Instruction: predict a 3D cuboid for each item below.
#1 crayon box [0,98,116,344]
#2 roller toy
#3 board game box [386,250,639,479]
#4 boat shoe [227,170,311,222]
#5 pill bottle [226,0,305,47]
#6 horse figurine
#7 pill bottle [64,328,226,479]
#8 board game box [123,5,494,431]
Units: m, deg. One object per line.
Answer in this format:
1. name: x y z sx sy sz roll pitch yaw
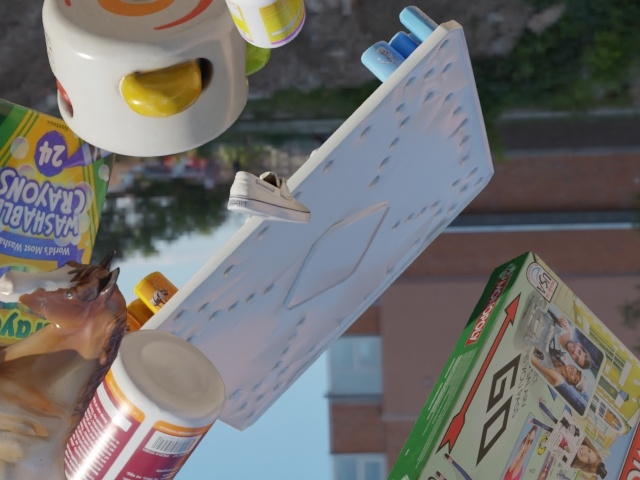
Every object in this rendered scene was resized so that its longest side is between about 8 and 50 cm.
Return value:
1. crayon box: -0.353 0.015 1.425 0.083 0.323 0.203 13 179 35
2. roller toy: -0.167 -0.188 1.237 0.191 0.146 0.209 18 -134 19
3. board game box: 0.154 0.185 0.909 0.046 0.213 0.317 -33 -162 47
4. boat shoe: -0.036 -0.034 0.968 0.035 0.035 0.100 6 176 31
5. pill bottle: -0.035 -0.147 0.743 0.043 0.043 0.083 -1 164 6
6. horse figurine: -0.182 0.132 0.655 0.174 0.263 0.066 -4 -163 -13
7. pill bottle: -0.137 0.142 0.898 0.086 0.152 0.086 28 -153 -16
8. board game box: 0.000 0.000 1.215 0.050 0.390 0.390 43 176 19
